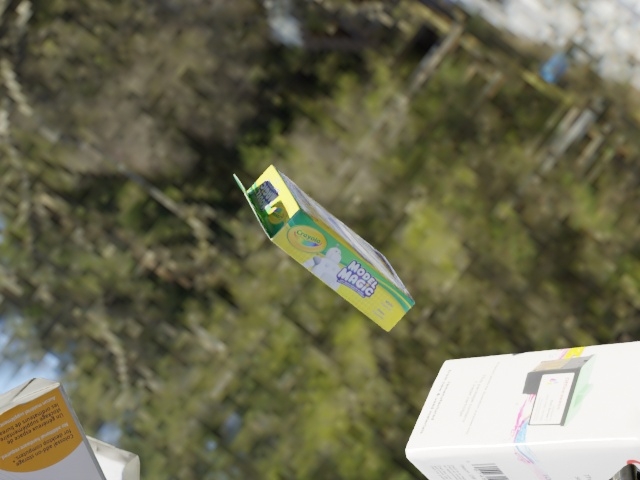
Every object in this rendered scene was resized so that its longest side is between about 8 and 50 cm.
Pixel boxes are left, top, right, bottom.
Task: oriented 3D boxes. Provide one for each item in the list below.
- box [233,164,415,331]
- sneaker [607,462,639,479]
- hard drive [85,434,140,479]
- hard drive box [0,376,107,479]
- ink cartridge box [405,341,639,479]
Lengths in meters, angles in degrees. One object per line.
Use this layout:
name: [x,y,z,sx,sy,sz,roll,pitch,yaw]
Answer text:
box: [0.000,0.000,1.747,0.179,0.043,0.105,36,-169,-28]
sneaker: [0.273,0.195,1.302,0.188,0.078,0.067,15,-140,-13]
hard drive: [-0.353,0.293,2.262,0.307,0.203,0.040,18,-150,24]
hard drive box: [-0.239,0.249,1.486,0.232,0.181,0.089,65,161,-9]
ink cartridge box: [0.251,0.199,1.729,0.278,0.117,0.201,-10,134,46]
